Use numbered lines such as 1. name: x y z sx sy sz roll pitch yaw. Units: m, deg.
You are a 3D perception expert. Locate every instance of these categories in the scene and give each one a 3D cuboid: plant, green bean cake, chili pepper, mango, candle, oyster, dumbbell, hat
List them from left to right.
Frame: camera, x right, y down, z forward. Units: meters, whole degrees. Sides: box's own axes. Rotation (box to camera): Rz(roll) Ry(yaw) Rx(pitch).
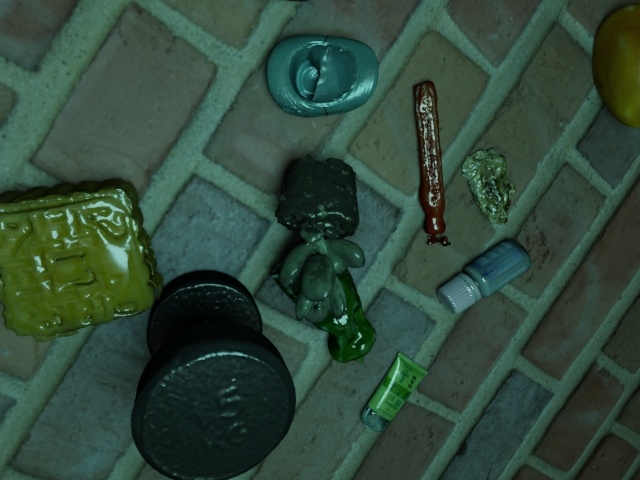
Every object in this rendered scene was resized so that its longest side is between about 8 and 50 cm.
1. green bean cake: -0.382 0.025 0.688 0.229 0.131 0.224 -11 106 -14
2. dumbbell: -0.173 0.184 0.688 0.203 0.322 0.204 -4 104 -17
3. plant: 0.000 0.000 0.739 0.149 0.146 0.275 -4 64 10
4. hat: 0.003 -0.283 0.767 0.190 0.078 0.138 2 95 2
5. chili pepper: 0.026 0.135 0.862 0.136 0.099 0.271 -40 107 -32
6. candle: 0.219 -0.146 0.880 0.051 0.048 0.330 -17 107 -27
7. oyster: 0.370 -0.116 0.932 0.108 0.053 0.166 -28 103 -20
8. mango: 0.652 -0.359 0.914 0.125 0.154 0.252 -3 90 -9

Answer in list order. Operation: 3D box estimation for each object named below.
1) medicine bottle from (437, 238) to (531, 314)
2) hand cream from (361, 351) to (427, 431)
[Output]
1. medicine bottle: 0.353 0.080 0.954 0.203 0.083 0.084 -32 110 -9
2. hand cream: 0.159 0.343 0.977 0.095 0.046 0.175 37 88 -19
